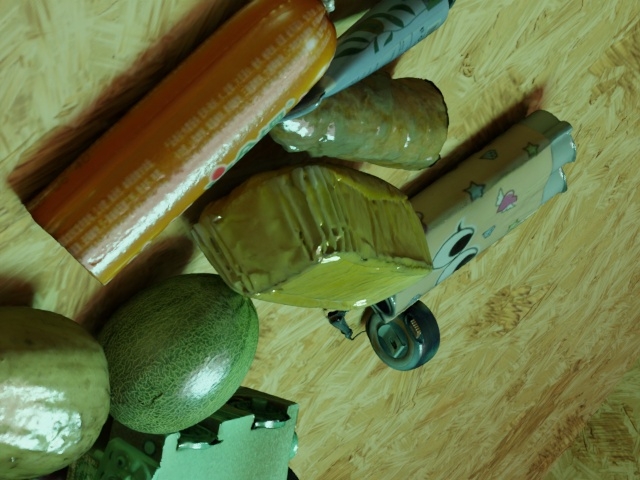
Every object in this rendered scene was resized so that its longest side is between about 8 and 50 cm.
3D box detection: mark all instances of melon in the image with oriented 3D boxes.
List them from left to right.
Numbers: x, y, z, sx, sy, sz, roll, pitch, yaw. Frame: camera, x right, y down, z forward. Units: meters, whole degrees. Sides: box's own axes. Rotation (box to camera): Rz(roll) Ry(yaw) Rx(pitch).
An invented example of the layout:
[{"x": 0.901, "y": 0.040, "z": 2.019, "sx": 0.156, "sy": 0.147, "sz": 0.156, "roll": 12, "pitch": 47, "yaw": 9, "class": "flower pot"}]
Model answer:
[{"x": -0.146, "y": 0.112, "z": 1.448, "sx": 0.192, "sy": 0.139, "sz": 0.139, "roll": -39, "pitch": 159, "yaw": 7, "class": "melon"}]

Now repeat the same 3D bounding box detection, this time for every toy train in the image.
[{"x": -0.141, "y": 0.231, "z": 1.622, "sx": 0.326, "sy": 0.159, "sz": 0.129, "roll": -3, "pitch": 107, "yaw": -62, "class": "toy train"}]

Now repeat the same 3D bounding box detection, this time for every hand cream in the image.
[{"x": 0.042, "y": -0.168, "z": 1.325, "sx": 0.088, "sy": 0.055, "sz": 0.256, "roll": -10, "pitch": -155, "yaw": 46, "class": "hand cream"}]

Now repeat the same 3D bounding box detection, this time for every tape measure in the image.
[{"x": 0.071, "y": 0.125, "z": 1.905, "sx": 0.180, "sy": 0.107, "sz": 0.104, "roll": -12, "pitch": 144, "yaw": -55, "class": "tape measure"}]

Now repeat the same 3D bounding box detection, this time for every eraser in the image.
[{"x": 0.176, "y": -0.033, "z": 1.828, "sx": 0.290, "sy": 0.087, "sz": 0.171, "roll": -36, "pitch": 158, "yaw": -20, "class": "eraser"}]

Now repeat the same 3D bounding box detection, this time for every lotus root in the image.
[{"x": -0.268, "y": 0.133, "z": 1.269, "sx": 0.257, "sy": 0.140, "sz": 0.154, "roll": 10, "pitch": 116, "yaw": -56, "class": "lotus root"}]

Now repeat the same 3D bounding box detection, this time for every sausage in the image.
[{"x": -0.095, "y": -0.100, "z": 1.217, "sx": 0.312, "sy": 0.093, "sz": 0.093, "roll": -43, "pitch": 159, "yaw": -4, "class": "sausage"}]

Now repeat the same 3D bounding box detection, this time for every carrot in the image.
[{"x": 0.022, "y": -0.113, "z": 1.404, "sx": 0.263, "sy": 0.102, "sz": 0.102, "roll": -4, "pitch": 135, "yaw": -54, "class": "carrot"}]

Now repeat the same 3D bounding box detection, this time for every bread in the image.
[{"x": 0.000, "y": 0.000, "z": 1.493, "sx": 0.152, "sy": 0.119, "sz": 0.288, "roll": -28, "pitch": 163, "yaw": 21, "class": "bread"}]

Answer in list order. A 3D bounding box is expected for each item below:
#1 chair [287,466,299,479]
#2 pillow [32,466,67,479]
[{"x": -0.205, "y": 0.387, "z": 1.733, "sx": 0.401, "sy": 0.226, "sz": 0.226, "roll": -14, "pitch": 143, "yaw": -51, "class": "chair"}, {"x": -0.335, "y": 0.285, "z": 1.556, "sx": 0.185, "sy": 0.043, "sz": 0.118, "roll": -27, "pitch": 149, "yaw": -29, "class": "pillow"}]
